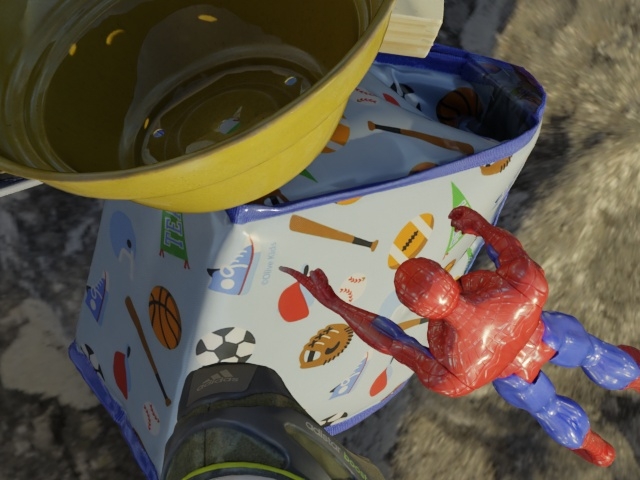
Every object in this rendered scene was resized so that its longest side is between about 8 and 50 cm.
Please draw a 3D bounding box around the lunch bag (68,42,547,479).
[{"bbox_3d":[0.000,0.000,1.130,0.239,0.385,0.328,51,139,33],"label":"lunch bag"}]

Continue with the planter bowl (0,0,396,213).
[{"bbox_3d":[-0.055,-0.079,0.585,0.217,0.090,0.217,-11,48,13],"label":"planter bowl"}]

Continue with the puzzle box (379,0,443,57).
[{"bbox_3d":[-0.114,-0.279,0.869,0.409,0.052,0.272,8,67,-6],"label":"puzzle box"}]

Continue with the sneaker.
[{"bbox_3d":[0.018,0.166,0.560,0.111,0.121,0.300,-17,130,11],"label":"sneaker"}]

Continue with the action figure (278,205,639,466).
[{"bbox_3d":[0.090,0.043,0.712,0.139,0.280,0.091,41,95,33],"label":"action figure"}]

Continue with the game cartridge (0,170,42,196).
[{"bbox_3d":[-0.364,-0.110,1.391,0.294,0.196,0.060,-19,120,-7],"label":"game cartridge"}]
